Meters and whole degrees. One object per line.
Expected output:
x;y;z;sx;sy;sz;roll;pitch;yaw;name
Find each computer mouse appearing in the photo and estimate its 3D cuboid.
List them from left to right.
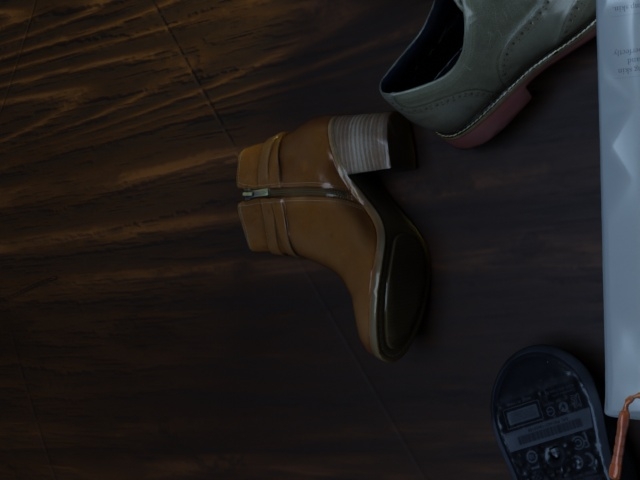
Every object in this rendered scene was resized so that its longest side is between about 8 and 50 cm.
0.245;0.238;1.046;0.188;0.072;0.272;-20;71;34;computer mouse

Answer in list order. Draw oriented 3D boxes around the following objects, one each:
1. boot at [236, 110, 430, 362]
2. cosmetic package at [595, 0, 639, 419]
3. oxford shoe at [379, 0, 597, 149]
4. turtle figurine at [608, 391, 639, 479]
0.000;0.000;1.196;0.220;0.109;0.283;-9;85;34;boot
0.365;-0.037;0.912;0.217;0.156;0.385;1;94;35;cosmetic package
0.193;-0.239;1.020;0.348;0.130;0.123;-54;38;23;oxford shoe
0.365;0.228;0.836;0.217;0.087;0.269;-18;92;36;turtle figurine
